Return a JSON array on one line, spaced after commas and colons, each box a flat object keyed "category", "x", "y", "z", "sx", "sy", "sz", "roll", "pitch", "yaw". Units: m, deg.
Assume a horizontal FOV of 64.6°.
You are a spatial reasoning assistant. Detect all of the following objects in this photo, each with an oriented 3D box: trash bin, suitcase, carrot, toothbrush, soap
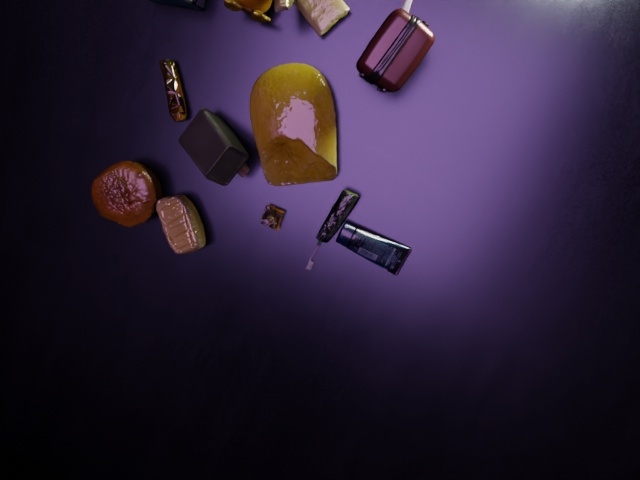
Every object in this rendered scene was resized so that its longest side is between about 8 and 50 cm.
[{"category": "trash bin", "x": -0.376, "y": -0.331, "z": 1.800, "sx": 0.164, "sy": 0.122, "sz": 0.240, "roll": -50, "pitch": 53, "yaw": 14}, {"category": "suitcase", "x": 0.230, "y": -0.598, "z": 1.612, "sx": 0.161, "sy": 0.297, "sz": 0.236, "roll": 34, "pitch": 106, "yaw": -8}, {"category": "carrot", "x": -0.543, "y": -0.556, "z": 1.869, "sx": 0.069, "sy": 0.069, "sz": 0.228, "roll": -8, "pitch": 100, "yaw": 11}, {"category": "toothbrush", "x": 0.000, "y": 0.000, "z": 1.924, "sx": 0.024, "sy": 0.018, "sz": 0.257, "roll": 23, "pitch": 105, "yaw": 1}, {"category": "soap", "x": -0.094, "y": -0.407, "z": 1.801, "sx": 0.306, "sy": 0.115, "sz": 0.426, "roll": -6, "pitch": 101, "yaw": 14}]

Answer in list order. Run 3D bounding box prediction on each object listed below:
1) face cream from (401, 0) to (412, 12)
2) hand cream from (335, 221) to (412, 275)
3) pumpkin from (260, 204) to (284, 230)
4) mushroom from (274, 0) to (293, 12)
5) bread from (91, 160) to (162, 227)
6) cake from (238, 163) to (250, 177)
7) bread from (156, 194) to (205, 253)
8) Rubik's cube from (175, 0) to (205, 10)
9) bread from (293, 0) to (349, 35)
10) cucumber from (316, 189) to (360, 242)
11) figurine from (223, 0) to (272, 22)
[{"category": "face cream", "x": 0.289, "y": -0.792, "z": 1.700, "sx": 0.038, "sy": 0.020, "sz": 0.115, "roll": 19, "pitch": 106, "yaw": 4}, {"category": "hand cream", "x": 0.194, "y": 0.026, "z": 1.882, "sx": 0.271, "sy": 0.061, "sz": 0.120, "roll": 26, "pitch": 107, "yaw": -2}, {"category": "pumpkin", "x": -0.184, "y": -0.086, "z": 1.919, "sx": 0.074, "sy": 0.054, "sz": 0.083, "roll": 23, "pitch": 110, "yaw": 8}, {"category": "mushroom", "x": -0.088, "y": -0.870, "z": 1.642, "sx": 0.087, "sy": 0.107, "sz": 0.332, "roll": 3, "pitch": 74, "yaw": 25}, {"category": "bread", "x": -0.731, "y": -0.179, "z": 1.945, "sx": 0.269, "sy": 0.145, "sz": 0.268, "roll": 3, "pitch": 107, "yaw": 9}, {"category": "cake", "x": -0.317, "y": -0.296, "z": 1.907, "sx": 0.052, "sy": 0.065, "sz": 0.121, "roll": -41, "pitch": 116, "yaw": 15}, {"category": "bread", "x": -0.533, "y": -0.064, "z": 1.954, "sx": 0.140, "sy": 0.106, "sz": 0.236, "roll": -17, "pitch": 99, "yaw": 14}, {"category": "Rubik's cube", "x": -0.509, "y": -0.916, "z": 1.710, "sx": 0.205, "sy": 0.205, "sz": 0.207, "roll": 14, "pitch": 103, "yaw": 6}, {"category": "bread", "x": -0.007, "y": -0.809, "z": 1.724, "sx": 0.140, "sy": 0.060, "sz": 0.178, "roll": -37, "pitch": 94, "yaw": 14}, {"category": "cucumber", "x": 0.068, "y": -0.081, "z": 1.858, "sx": 0.062, "sy": 0.078, "sz": 0.211, "roll": 36, "pitch": 105, "yaw": 30}, {"category": "figurine", "x": -0.222, "y": -0.868, "z": 1.692, "sx": 0.215, "sy": 0.215, "sz": 0.228, "roll": 31, "pitch": 117, "yaw": 2}]
